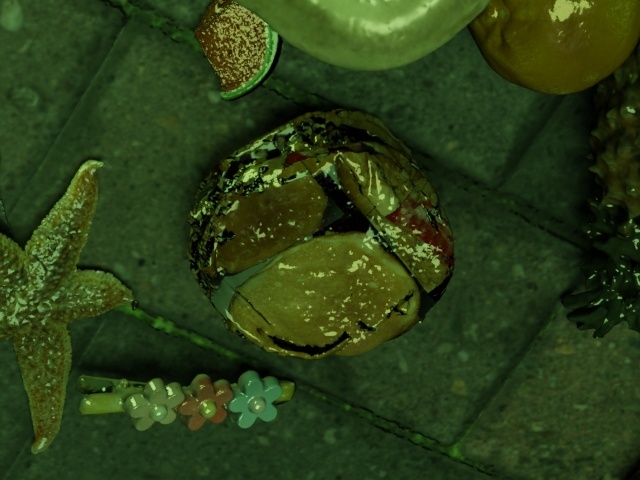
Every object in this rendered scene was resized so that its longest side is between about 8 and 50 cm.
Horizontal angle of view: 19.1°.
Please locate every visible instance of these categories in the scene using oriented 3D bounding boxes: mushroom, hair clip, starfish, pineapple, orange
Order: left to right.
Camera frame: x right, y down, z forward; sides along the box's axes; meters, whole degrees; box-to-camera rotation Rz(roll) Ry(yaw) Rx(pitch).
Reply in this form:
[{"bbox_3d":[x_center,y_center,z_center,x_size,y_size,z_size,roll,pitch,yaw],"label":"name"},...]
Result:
[{"bbox_3d":[-0.275,0.063,1.653,0.231,0.048,0.295,-2,123,-25],"label":"starfish"},{"bbox_3d":[-0.115,0.143,1.710,0.214,0.056,0.062,4,122,-22],"label":"hair clip"},{"bbox_3d":[0.028,-0.252,1.423,0.260,0.234,0.254,-18,97,4],"label":"mushroom"},{"bbox_3d":[0.185,-0.196,1.547,0.136,0.159,0.159,-21,128,-43],"label":"orange"},{"bbox_3d":[0.290,-0.029,1.672,0.169,0.169,0.340,4,126,-15],"label":"pineapple"}]

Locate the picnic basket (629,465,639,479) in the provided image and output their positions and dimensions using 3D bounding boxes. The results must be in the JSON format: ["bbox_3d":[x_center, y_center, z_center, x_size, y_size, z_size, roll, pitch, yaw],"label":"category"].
[{"bbox_3d":[0.350,0.256,1.888,0.110,0.055,0.193,24,110,-24],"label":"picnic basket"}]

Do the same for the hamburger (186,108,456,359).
[{"bbox_3d":[0.000,0.000,1.646,0.231,0.107,0.231,-6,124,-9],"label":"hamburger"}]

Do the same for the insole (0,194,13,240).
[{"bbox_3d":[-0.290,-0.046,1.614,0.053,0.002,0.152,-14,120,-5],"label":"insole"}]

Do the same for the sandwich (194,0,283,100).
[{"bbox_3d":[-0.066,-0.171,1.583,0.069,0.026,0.101,-20,117,4],"label":"sandwich"}]
